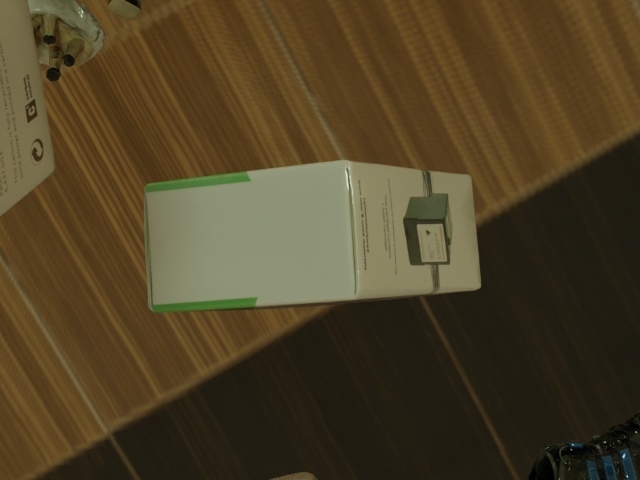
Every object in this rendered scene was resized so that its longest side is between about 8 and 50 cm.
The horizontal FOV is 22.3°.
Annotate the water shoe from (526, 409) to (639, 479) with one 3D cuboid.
[{"bbox_3d":[0.220,0.192,1.324,0.203,0.073,0.080,-46,109,-14],"label":"water shoe"}]

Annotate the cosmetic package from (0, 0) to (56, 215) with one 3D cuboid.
[{"bbox_3d":[-0.294,-0.028,0.732,0.197,0.365,0.155,4,116,19],"label":"cosmetic package"}]

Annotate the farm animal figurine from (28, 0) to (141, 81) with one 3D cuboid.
[{"bbox_3d":[-0.245,-0.360,1.568,0.330,0.172,0.327,-33,124,22],"label":"farm animal figurine"}]

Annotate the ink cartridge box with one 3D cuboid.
[{"bbox_3d":[0.000,0.000,1.509,0.211,0.289,0.121,-6,87,26],"label":"ink cartridge box"}]

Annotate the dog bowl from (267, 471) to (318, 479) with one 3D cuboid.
[{"bbox_3d":[-0.135,0.233,0.989,0.349,0.349,0.102,-16,84,-8],"label":"dog bowl"}]
